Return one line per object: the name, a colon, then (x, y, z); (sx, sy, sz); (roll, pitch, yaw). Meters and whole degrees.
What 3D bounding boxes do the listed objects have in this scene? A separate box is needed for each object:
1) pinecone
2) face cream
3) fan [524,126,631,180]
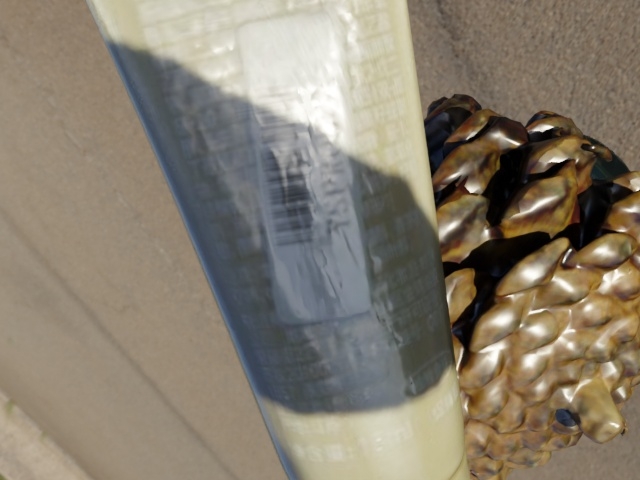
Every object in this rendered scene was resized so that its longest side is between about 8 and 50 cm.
pinecone: (0.107, 0.020, 0.538); (0.243, 0.243, 0.257); (125, 131, -57)
face cream: (0.000, 0.000, 0.358); (0.084, 0.137, 0.341); (-126, 20, -68)
fan: (0.227, -0.017, 0.762); (0.294, 0.223, 0.012); (30, 145, 21)
